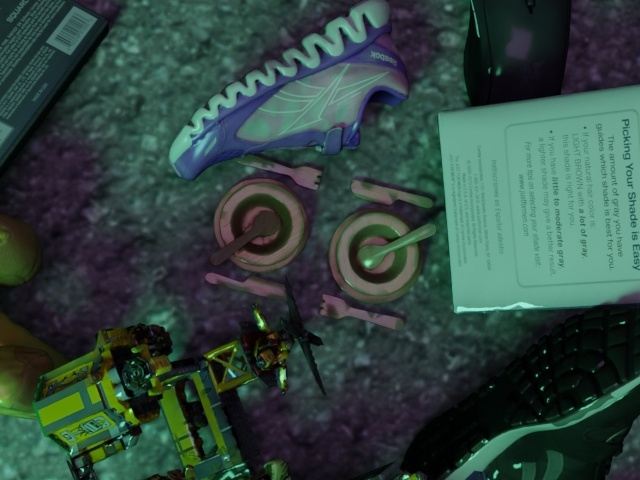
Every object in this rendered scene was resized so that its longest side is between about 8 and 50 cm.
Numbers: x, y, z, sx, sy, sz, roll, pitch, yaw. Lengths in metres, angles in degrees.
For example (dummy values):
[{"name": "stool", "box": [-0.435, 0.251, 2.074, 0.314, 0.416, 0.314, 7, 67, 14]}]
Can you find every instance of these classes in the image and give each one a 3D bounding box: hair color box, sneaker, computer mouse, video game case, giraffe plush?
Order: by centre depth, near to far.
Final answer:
[{"name": "giraffe plush", "box": [-0.286, 0.042, 0.689, 0.210, 0.181, 0.170, 14, 73, -22]}, {"name": "hair color box", "box": [0.280, -0.037, 0.706, 0.347, 0.105, 0.173, -5, 89, 21]}, {"name": "sneaker", "box": [0.197, 0.159, 0.707, 0.124, 0.283, 0.107, 37, 40, -11]}, {"name": "video game case", "box": [-0.346, -0.179, 0.728, 0.274, 0.026, 0.196, 28, 63, -3]}, {"name": "sneaker", "box": [-0.018, -0.111, 0.761, 0.236, 0.095, 0.104, -33, 98, -8]}, {"name": "computer mouse", "box": [0.147, -0.236, 0.798, 0.184, 0.060, 0.262, 6, 85, -6]}]

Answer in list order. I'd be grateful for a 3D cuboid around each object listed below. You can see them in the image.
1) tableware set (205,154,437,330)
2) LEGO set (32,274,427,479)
[{"name": "tableware set", "box": [0.000, 0.000, 0.778, 0.194, 0.039, 0.128, 14, 85, -5]}, {"name": "LEGO set", "box": [-0.035, 0.181, 0.642, 0.192, 0.255, 0.331, -26, 72, 17]}]
